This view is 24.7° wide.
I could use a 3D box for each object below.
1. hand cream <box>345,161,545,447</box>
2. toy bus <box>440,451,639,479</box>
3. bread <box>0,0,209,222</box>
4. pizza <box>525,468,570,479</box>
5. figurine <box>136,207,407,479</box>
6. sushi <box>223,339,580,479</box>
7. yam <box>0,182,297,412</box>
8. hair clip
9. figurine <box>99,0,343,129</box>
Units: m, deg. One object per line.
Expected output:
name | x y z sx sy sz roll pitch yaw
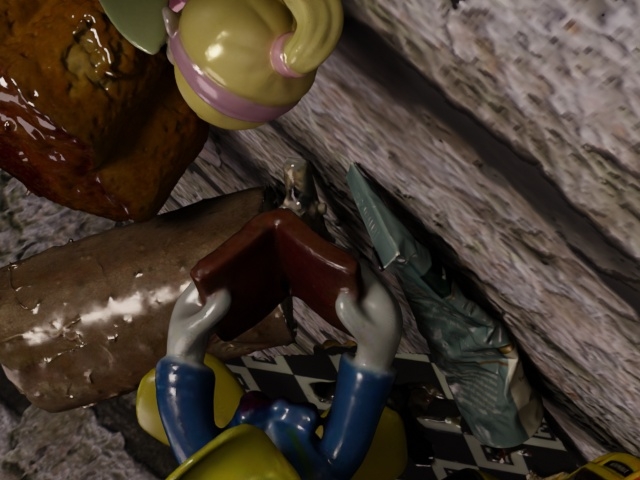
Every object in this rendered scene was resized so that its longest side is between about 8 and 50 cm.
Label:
hand cream | 0.076 0.056 0.891 0.075 0.052 0.248 34 168 44
toy bus | 0.204 0.244 0.896 0.331 0.151 0.145 42 178 -5
bread | -0.188 -0.108 1.028 0.246 0.135 0.232 48 170 -28
pizza | 0.185 0.182 1.041 0.083 0.016 0.037 15 138 21
figurine | -0.012 0.132 0.891 0.205 0.283 0.338 7 -158 -7
sushi | 0.065 0.126 1.108 0.280 0.043 0.192 -7 133 42
yam | -0.132 0.048 1.106 0.129 0.238 0.128 24 -132 -78
hair clip | -0.001 0.006 1.011 0.062 0.056 0.214 7 162 11
figurine | -0.056 -0.117 0.643 0.187 0.083 0.083 53 179 39
